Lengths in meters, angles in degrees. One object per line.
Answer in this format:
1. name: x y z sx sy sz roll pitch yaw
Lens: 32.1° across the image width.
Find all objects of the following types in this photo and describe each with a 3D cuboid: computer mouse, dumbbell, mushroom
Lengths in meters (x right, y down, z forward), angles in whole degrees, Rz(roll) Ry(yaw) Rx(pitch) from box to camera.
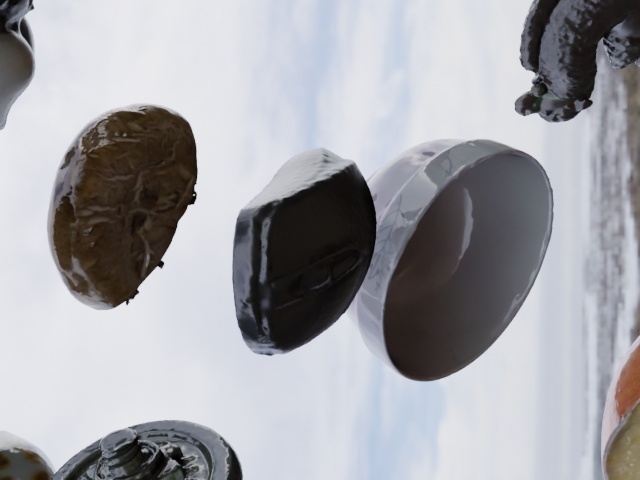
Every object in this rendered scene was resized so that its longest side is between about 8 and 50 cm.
1. computer mouse: 0.000 0.000 0.986 0.269 0.086 0.137 -54 -37 -63
2. dumbbell: -0.115 0.330 0.974 0.179 0.179 0.406 -68 -32 -57
3. mushroom: -0.258 -0.068 1.365 0.151 0.156 0.285 42 -123 -45

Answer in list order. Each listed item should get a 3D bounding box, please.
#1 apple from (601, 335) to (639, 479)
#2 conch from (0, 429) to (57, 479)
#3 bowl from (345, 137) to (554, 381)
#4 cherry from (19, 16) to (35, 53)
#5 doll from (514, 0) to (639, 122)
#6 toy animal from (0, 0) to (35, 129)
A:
1. apple: 0.430 0.160 1.145 0.163 0.293 0.251 -84 -8 -48
2. conch: -0.369 0.317 1.249 0.275 0.149 0.182 -95 27 -52
3. bowl: 0.124 0.004 1.275 0.287 0.144 0.287 -28 -46 -33
4. cherry: -0.339 -0.170 0.950 0.188 0.115 0.148 23 -93 -38
5. doll: 0.168 -0.131 0.589 0.139 0.057 0.165 -2 -50 -39
6. toy animal: -0.270 -0.152 0.777 0.138 0.166 0.179 -13 -62 -32
